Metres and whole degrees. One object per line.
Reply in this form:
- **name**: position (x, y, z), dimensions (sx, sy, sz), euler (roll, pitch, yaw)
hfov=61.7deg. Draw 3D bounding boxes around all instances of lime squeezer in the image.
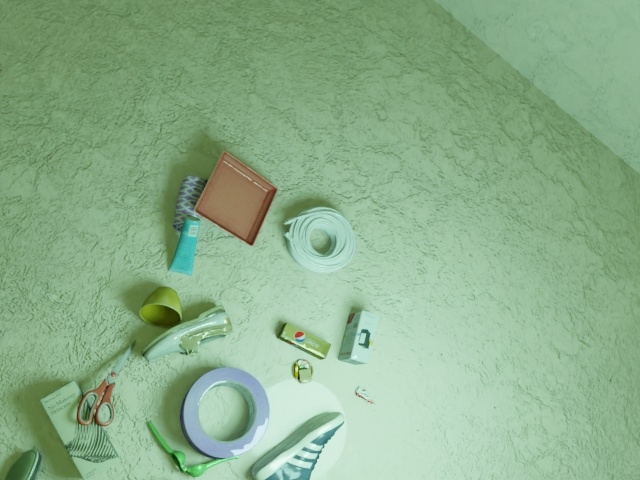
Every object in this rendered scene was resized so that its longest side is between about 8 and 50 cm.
- **lime squeezer**: position (-0.414, 0.675, 1.686), dimensions (0.310, 0.059, 0.110), euler (24, 69, -9)

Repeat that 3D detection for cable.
- **cable**: position (0.000, 0.000, 2.001), dimensions (0.257, 0.089, 0.257), euler (-28, 85, -24)

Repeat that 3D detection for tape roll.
- **tape roll**: position (-0.306, 0.553, 1.718), dimensions (0.274, 0.090, 0.275), euler (9, 65, -19)

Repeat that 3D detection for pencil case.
- **pencil case**: position (-0.463, -0.130, 1.890), dimensions (0.086, 0.088, 0.206), euler (15, 70, -16)

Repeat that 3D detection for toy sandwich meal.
- **toy sandwich meal**: position (-0.059, 0.459, 1.877), dimensions (0.085, 0.029, 0.086), euler (5, 73, -16)

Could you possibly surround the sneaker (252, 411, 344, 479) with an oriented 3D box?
- **sneaker**: position (-0.047, 0.712, 1.764), dimensions (0.349, 0.131, 0.148), euler (-31, 92, -18)

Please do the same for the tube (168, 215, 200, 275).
- **tube**: position (-0.456, 0.021, 1.825), dimensions (0.080, 0.052, 0.207), euler (15, 107, -9)

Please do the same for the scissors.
- **scissors**: position (-0.653, 0.424, 1.642), dimensions (0.108, 0.021, 0.297), euler (27, 49, -26)

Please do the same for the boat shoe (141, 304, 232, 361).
- **boat shoe**: position (-0.429, 0.324, 1.753), dimensions (0.302, 0.113, 0.103), euler (-28, 78, -24)

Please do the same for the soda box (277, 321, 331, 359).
- **soda box**: position (-0.057, 0.356, 1.891), dimensions (0.181, 0.061, 0.058), euler (28, 67, -9)

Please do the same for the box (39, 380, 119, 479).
- **box**: position (-0.716, 0.566, 1.599), dimensions (0.113, 0.094, 0.275), euler (-31, 86, -24)

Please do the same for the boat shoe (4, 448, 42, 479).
- **boat shoe**: position (-0.861, 0.716, 1.526), dimensions (0.081, 0.069, 0.228), euler (7, 61, 26)

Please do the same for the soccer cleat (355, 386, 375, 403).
- **soccer cleat**: position (0.165, 0.558, 1.922), dimensions (0.083, 0.029, 0.036), euler (32, 71, -2)

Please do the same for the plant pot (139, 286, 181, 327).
- **plant pot**: position (-0.516, 0.209, 1.763), dimensions (0.134, 0.134, 0.095), euler (15, 46, -13)

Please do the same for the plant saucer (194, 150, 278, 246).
- **plant saucer**: position (-0.306, -0.146, 1.930), dimensions (0.258, 0.047, 0.259), euler (34, 66, -29)

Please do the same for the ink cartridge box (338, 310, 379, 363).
- **ink cartridge box**: position (0.136, 0.351, 1.919), dimensions (0.072, 0.127, 0.175), euler (21, 70, -14)
